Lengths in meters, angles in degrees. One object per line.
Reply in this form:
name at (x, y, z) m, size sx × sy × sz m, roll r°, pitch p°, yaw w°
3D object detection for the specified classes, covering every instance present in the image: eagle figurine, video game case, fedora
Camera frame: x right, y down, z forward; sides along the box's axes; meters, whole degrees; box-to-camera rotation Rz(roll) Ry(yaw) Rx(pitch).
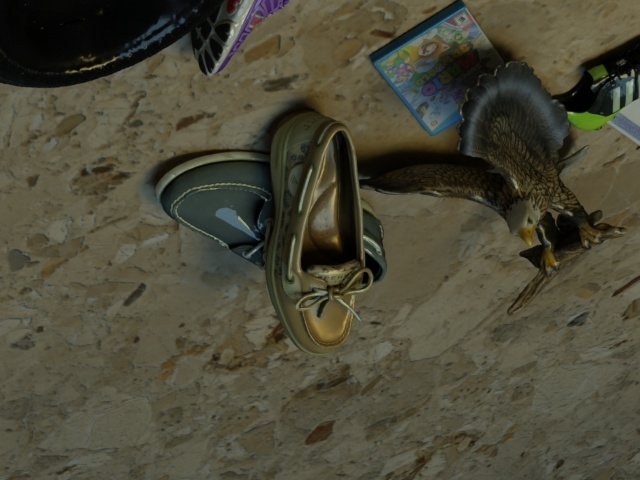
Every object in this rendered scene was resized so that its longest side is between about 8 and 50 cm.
eagle figurine at (0.210, -0.070, 1.842) m, size 0.298 × 0.225 × 0.226 m, roll 37°, pitch 83°, yaw -20°
video game case at (0.142, -0.191, 1.782) m, size 0.119 × 0.015 × 0.166 m, roll -31°, pitch 143°, yaw 11°
fedora at (-0.197, -0.284, 1.354) m, size 0.334 × 0.153 × 0.334 m, roll -24°, pitch 157°, yaw -11°

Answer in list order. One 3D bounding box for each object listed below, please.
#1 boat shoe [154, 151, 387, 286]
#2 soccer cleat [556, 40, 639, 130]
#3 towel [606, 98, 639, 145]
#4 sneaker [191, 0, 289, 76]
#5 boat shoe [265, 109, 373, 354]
boat shoe at (-0.046, -0.017, 1.833) m, size 0.319 × 0.099 × 0.116 m, roll 15°, pitch 130°, yaw -40°
soccer cleat at (0.356, -0.194, 1.855) m, size 0.072 × 0.060 × 0.179 m, roll 22°, pitch 128°, yaw -41°
towel at (0.495, -0.208, 1.932) m, size 0.209 × 0.034 × 0.285 m, roll 23°, pitch 122°, yaw -42°
sneaker at (-0.071, -0.230, 1.583) m, size 0.071 × 0.068 × 0.170 m, roll 5°, pitch 135°, yaw -40°
boat shoe at (0.000, 0.000, 1.770) m, size 0.104 × 0.089 × 0.285 m, roll -16°, pitch 110°, yaw -29°
